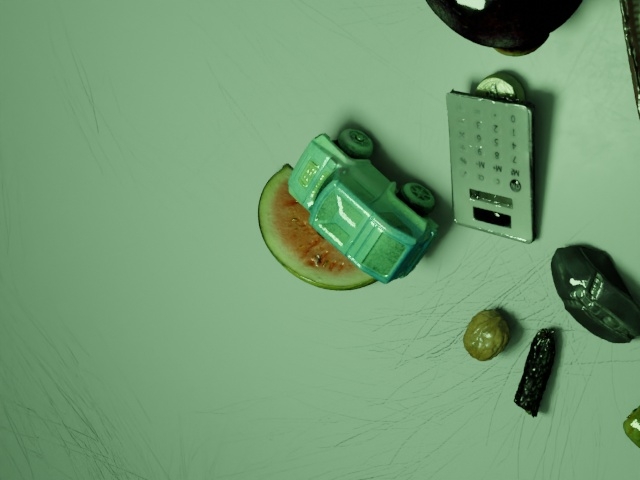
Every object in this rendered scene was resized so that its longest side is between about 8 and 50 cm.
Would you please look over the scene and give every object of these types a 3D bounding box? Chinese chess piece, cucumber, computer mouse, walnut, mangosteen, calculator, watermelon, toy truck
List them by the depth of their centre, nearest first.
[{"bbox_3d":[0.262,-0.399,1.658,0.275,0.275,0.302,43,165,14],"label":"mangosteen"},{"bbox_3d":[0.290,-0.229,1.831,0.084,0.034,0.084,16,119,32],"label":"Chinese chess piece"},{"bbox_3d":[0.443,0.089,1.838,0.192,0.062,0.106,51,131,9],"label":"computer mouse"},{"bbox_3d":[0.282,-0.119,1.869,0.161,0.021,0.262,16,128,34],"label":"calculator"},{"bbox_3d":[0.374,0.227,1.962,0.053,0.053,0.182,25,121,26],"label":"cucumber"},{"bbox_3d":[0.291,0.165,1.978,0.096,0.082,0.079,-61,43,39],"label":"walnut"},{"bbox_3d":[0.072,-0.062,1.986,0.279,0.156,0.155,42,126,13],"label":"toy truck"},{"bbox_3d":[-0.004,0.016,2.138,0.303,0.159,0.128,39,167,18],"label":"watermelon"}]

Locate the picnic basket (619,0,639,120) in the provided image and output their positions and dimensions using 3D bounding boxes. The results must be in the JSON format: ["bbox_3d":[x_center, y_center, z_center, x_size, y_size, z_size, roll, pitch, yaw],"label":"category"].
[{"bbox_3d":[0.518,-0.275,1.543,0.222,0.129,0.297,-141,37,-72],"label":"picnic basket"}]

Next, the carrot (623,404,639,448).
[{"bbox_3d":[0.646,0.390,1.817,0.358,0.074,0.074,37,128,16],"label":"carrot"}]
